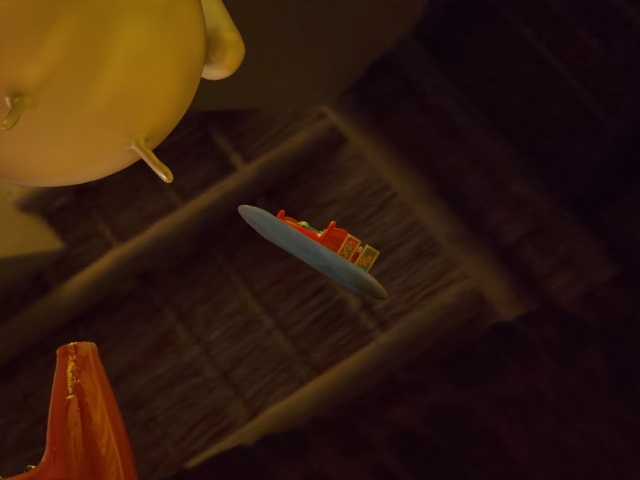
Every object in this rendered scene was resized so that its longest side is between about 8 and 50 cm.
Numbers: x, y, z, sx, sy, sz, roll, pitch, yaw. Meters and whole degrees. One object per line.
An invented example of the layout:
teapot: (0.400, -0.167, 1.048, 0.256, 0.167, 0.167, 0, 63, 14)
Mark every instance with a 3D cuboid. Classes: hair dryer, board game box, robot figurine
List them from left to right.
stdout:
hair dryer: (-0.264, 0.219, 1.401, 0.224, 0.080, 0.293, 28, -105, 11)
robot figurine: (-0.196, -0.178, 1.095, 0.199, 0.300, 0.353, -59, -140, 36)
board game box: (0.000, 0.000, 1.567, 0.169, 0.133, 0.033, 32, -100, 3)
